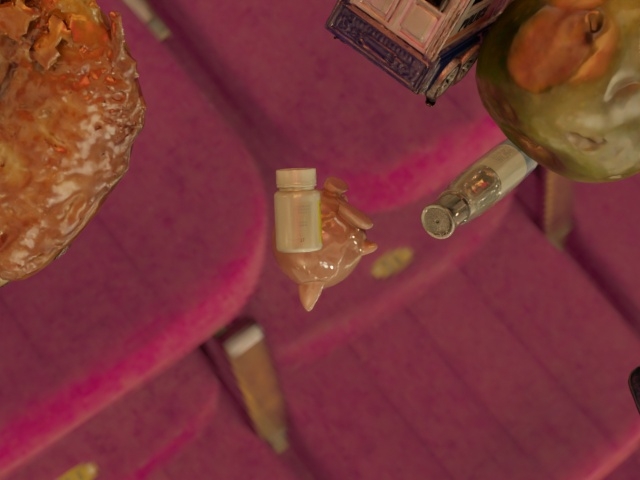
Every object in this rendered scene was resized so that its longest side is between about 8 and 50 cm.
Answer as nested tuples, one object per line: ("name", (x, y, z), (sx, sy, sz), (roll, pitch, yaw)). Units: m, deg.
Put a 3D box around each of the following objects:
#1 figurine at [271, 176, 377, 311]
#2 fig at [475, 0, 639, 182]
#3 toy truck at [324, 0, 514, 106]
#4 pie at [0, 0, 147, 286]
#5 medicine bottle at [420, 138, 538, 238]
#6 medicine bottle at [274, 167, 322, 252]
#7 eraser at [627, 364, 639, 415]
("figurine", (0.000, 0.000, 1.810), (0.125, 0.125, 0.138), (0, 128, -50))
("fig", (0.279, -0.192, 1.394), (0.275, 0.206, 0.206), (-50, 152, -3))
("toy truck", (0.131, -0.247, 1.421), (0.268, 0.124, 0.155), (-39, 163, -53))
("pie", (-0.263, -0.116, 1.096), (0.308, 0.308, 0.085), (-57, 174, 28))
("medicine bottle", (0.181, -0.060, 1.710), (0.090, 0.053, 0.208), (-42, 177, 41))
("medicine bottle", (-0.023, -0.030, 1.505), (0.047, 0.047, 0.083), (-7, 97, -46))
("eraser", (0.505, 0.248, 1.877), (0.101, 0.155, 0.332), (-33, 146, 22))
